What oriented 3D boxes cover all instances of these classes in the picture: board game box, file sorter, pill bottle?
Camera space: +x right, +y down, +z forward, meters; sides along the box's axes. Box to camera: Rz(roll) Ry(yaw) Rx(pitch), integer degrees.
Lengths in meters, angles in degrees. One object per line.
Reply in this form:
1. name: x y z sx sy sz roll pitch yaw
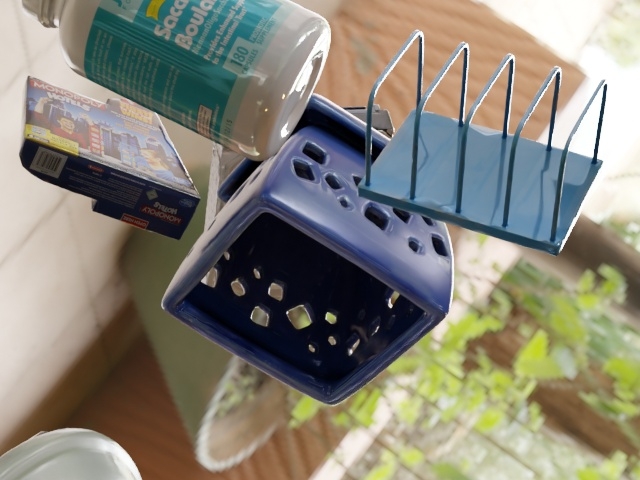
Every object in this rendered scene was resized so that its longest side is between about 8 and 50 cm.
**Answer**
1. board game box: -0.235 -0.101 1.559 0.060 0.194 0.194 -61 -157 24
2. file sorter: 0.131 -0.083 1.144 0.104 0.170 0.118 90 26 -42
3. pill bottle: -0.135 -0.188 1.315 0.146 0.264 0.146 -63 174 -12

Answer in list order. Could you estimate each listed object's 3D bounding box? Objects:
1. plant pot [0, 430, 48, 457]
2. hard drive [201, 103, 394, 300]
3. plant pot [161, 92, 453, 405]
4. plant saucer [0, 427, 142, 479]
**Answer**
1. plant pot: -0.327 0.335 1.470 0.187 0.188 0.167 -32 -178 43
2. hard drive: -0.039 -0.043 2.012 0.237 0.064 0.339 -3 137 -14
3. plant pot: 0.000 0.000 1.538 0.236 0.236 0.212 -44 -158 44
4. plant saucer: -0.222 0.357 1.178 0.400 0.101 0.400 -47 145 -49
